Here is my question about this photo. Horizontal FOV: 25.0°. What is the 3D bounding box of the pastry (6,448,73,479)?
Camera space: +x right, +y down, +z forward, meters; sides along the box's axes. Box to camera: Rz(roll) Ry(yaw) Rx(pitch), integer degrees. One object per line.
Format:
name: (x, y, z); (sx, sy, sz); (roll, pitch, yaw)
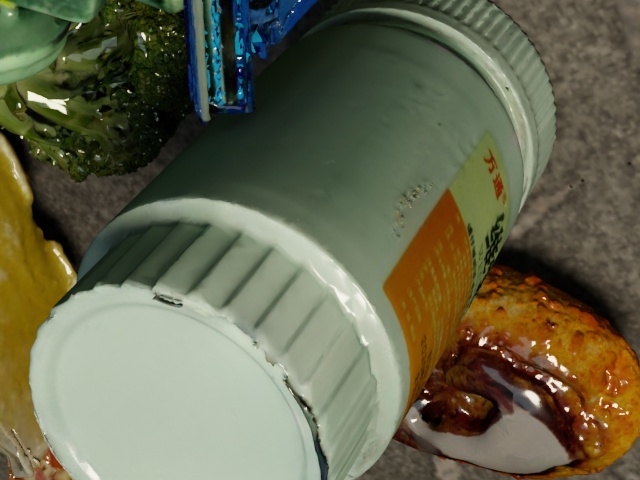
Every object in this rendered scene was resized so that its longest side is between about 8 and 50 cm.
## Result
pastry: (-0.155, 0.192, 1.074); (0.169, 0.063, 0.087); (38, 121, 7)

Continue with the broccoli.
broccoli: (-0.132, -0.104, 0.823); (0.162, 0.138, 0.145); (-49, 54, 51)

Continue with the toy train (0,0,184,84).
toy train: (-0.236, -0.239, 0.680); (0.442, 0.272, 0.179); (20, 129, 0)

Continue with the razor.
razor: (0.095, -0.129, 0.653); (0.324, 0.056, 0.093); (-11, 137, -10)

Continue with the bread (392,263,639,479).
bread: (0.069, 0.072, 0.868); (0.269, 0.095, 0.139); (4, 121, 41)

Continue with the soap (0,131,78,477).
soap: (-0.338, 0.023, 0.988); (0.339, 0.169, 0.304); (-5, 117, 38)

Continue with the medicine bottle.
medicine bottle: (0.000, 0.000, 0.699); (0.158, 0.318, 0.158); (13, 124, 19)
